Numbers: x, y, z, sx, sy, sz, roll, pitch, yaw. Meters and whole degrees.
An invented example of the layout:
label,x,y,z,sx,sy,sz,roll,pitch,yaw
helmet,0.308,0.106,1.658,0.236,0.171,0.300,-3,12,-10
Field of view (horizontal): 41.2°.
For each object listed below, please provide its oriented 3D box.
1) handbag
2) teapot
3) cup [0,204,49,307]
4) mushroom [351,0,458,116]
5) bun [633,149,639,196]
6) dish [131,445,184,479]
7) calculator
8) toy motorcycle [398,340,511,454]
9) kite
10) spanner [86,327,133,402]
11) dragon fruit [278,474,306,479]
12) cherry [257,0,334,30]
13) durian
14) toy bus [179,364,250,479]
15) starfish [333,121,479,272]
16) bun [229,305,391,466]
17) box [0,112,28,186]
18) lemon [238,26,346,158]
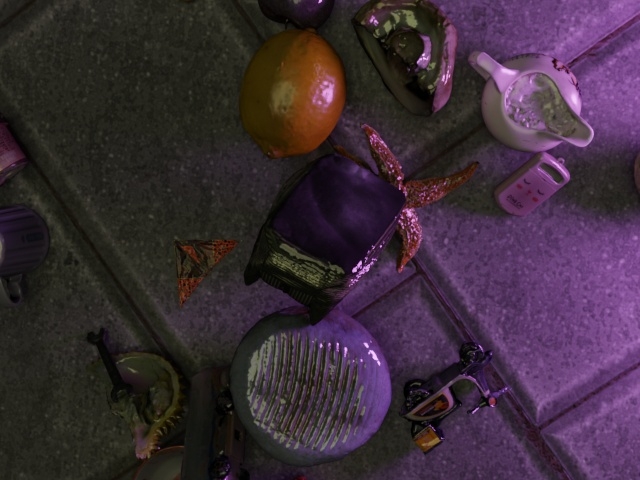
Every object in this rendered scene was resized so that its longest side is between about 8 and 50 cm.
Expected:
label,x,y,z,sx,sy,sz,roll,pitch,yaw
handbag,0.000,0.000,1.775,0.247,0.341,0.240,32,138,5
teapot,0.435,-0.303,1.819,0.299,0.166,0.208,33,109,-7
cup,-0.721,0.027,1.931,0.167,0.202,0.221,-38,89,9
mushroom,0.205,-0.406,1.821,0.164,0.190,0.267,-39,65,-7
bun,0.769,-0.153,1.801,0.220,0.134,0.221,5,123,8
dish,-0.311,0.595,1.992,0.260,0.085,0.261,0,95,4
calculator,0.459,-0.122,1.849,0.100,0.032,0.175,34,123,-22
toy motorcycle,0.295,0.345,1.913,0.263,0.091,0.157,-38,98,9
kite,-0.300,0.040,1.989,0.125,0.008,0.222,42,97,4
spanner,-0.481,0.279,1.936,0.054,0.254,0.015,-34,133,-8
dragon fruit,-0.125,0.636,1.907,0.269,0.200,0.198,-22,109,-4
cherry,-0.046,-0.540,1.852,0.176,0.140,0.176,-2,80,12
durian,-0.396,0.358,1.913,0.172,0.166,0.306,-52,45,20
toy bus,-0.232,0.441,1.883,0.137,0.112,0.317,-11,56,22
starfish,0.148,-0.131,1.890,0.293,0.084,0.302,36,103,2
bun,-0.027,0.310,1.870,0.361,0.211,0.362,-1,96,-9
box,-0.756,-0.197,1.950,0.151,0.151,0.135,-35,99,7
lemon,-0.060,-0.315,1.827,0.236,0.236,0.263,43,103,1
